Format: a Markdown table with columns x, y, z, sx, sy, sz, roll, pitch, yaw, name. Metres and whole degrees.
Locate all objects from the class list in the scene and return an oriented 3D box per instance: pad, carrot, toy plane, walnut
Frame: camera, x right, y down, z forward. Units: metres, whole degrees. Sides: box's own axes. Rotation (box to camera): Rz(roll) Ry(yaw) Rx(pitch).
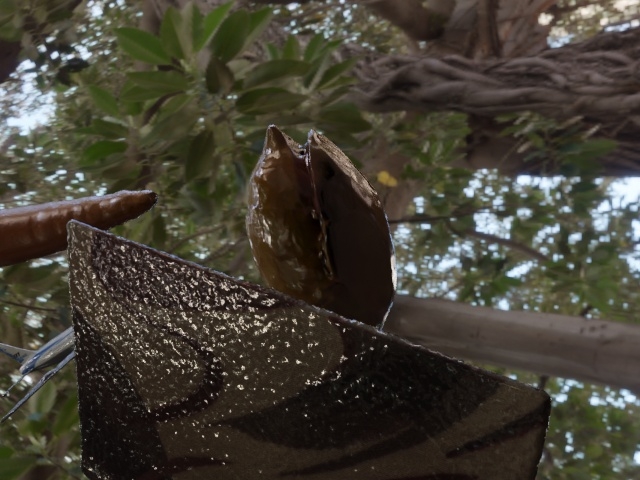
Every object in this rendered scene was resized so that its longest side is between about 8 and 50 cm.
| x | y | z | sx | sy | sz | roll | pitch | yaw | name |
| --- | --- | --- | --- | --- | --- | --- | --- | --- | --- |
| -0.035 | 0.127 | 0.522 | 0.004 | 0.330 | 0.220 | -33 | -47 | -52 | pad |
| -0.288 | -0.002 | 0.725 | 0.069 | 0.335 | 0.069 | -11 | -90 | -76 | carrot |
| -0.245 | 0.098 | 0.868 | 0.058 | 0.226 | 0.226 | 59 | -154 | -20 | toy plane |
| 0.000 | 0.000 | 0.816 | 0.137 | 0.137 | 0.245 | -39 | -59 | -28 | walnut |
